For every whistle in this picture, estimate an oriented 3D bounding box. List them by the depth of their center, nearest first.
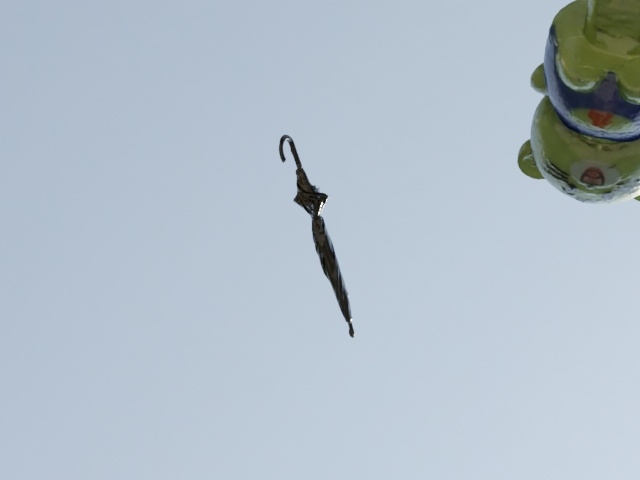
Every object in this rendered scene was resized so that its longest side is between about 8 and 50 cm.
[{"bbox_3d":[0.186,-0.101,1.064,0.105,0.085,0.227,13,-40,9],"label":"whistle"}]

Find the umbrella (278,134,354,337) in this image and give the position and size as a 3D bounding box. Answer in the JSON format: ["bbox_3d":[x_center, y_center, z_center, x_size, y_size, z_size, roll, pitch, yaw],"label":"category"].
[{"bbox_3d":[0.002,-0.003,1.028,0.022,0.022,0.148,-3,-54,26],"label":"umbrella"}]
